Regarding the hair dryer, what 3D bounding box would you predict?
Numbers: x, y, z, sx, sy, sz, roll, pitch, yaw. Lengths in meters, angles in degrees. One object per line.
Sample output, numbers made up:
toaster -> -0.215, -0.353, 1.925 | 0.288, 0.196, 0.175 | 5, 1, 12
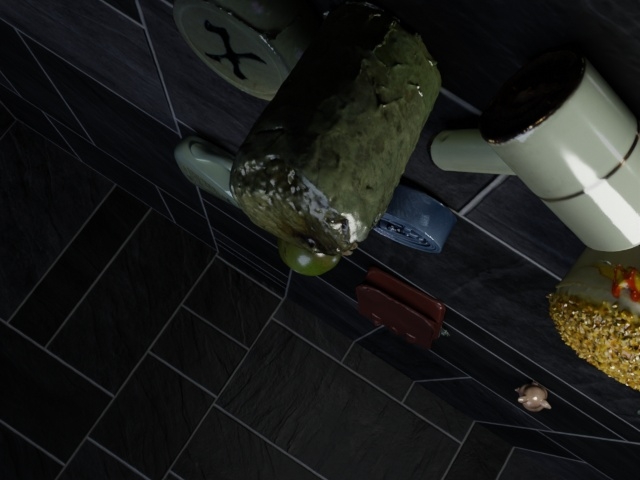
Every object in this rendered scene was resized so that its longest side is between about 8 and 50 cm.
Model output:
hair dryer -> 0.236, -0.109, 0.790 | 0.203, 0.128, 0.362 | 38, 173, -22

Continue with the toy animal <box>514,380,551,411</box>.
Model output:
toy animal -> 0.629, 0.466, 1.874 | 0.150, 0.083, 0.089 | 40, -150, -60

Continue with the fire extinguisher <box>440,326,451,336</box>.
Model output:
fire extinguisher -> 0.359, 0.267, 1.925 | 0.083, 0.025, 0.038 | 30, 167, 14

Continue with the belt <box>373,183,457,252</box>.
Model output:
belt -> 0.158, -0.049, 1.200 | 0.190, 0.082, 0.141 | 22, 165, 37

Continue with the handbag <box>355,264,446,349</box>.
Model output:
handbag -> 0.231, 0.203, 1.846 | 0.260, 0.084, 0.275 | 27, 159, 16

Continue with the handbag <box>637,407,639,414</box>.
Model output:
handbag -> 0.802, 0.396, 1.257 | 0.260, 0.079, 0.247 | 38, 165, -14

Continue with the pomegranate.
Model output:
pomegranate -> -0.008, 0.011, 1.583 | 0.210, 0.179, 0.179 | 41, 164, -31

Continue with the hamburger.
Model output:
hamburger -> 0.459, 0.119, 0.880 | 0.276, 0.179, 0.294 | 31, 166, 10

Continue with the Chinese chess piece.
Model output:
Chinese chess piece -> -0.105, -0.304, 0.918 | 0.238, 0.092, 0.238 | 32, 165, 10

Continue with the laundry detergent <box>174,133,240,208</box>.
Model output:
laundry detergent -> -0.232, -0.161, 1.653 | 0.280, 0.105, 0.215 | 29, 163, 27

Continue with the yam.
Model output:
yam -> 0.024, -0.135, 0.798 | 0.195, 0.300, 0.195 | 23, 158, 10
